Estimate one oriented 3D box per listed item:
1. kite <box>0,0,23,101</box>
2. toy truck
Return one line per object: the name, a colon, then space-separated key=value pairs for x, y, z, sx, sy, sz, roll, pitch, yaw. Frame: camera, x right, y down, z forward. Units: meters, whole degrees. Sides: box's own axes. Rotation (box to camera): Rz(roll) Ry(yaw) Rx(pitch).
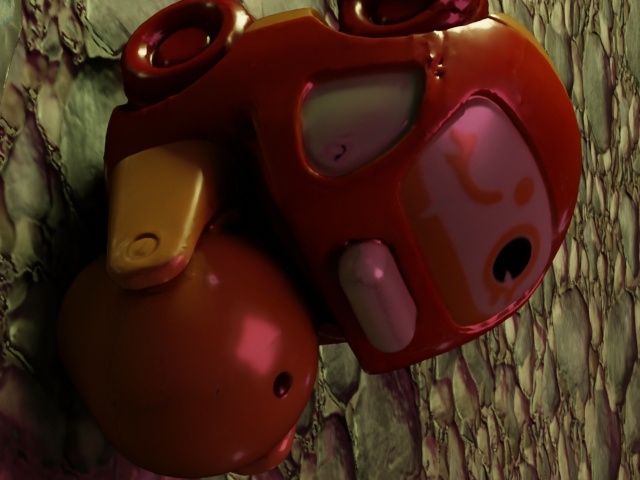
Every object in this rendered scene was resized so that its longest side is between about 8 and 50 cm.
kite: x=-0.203 y=-0.164 z=0.776 sx=0.310 sy=0.015 sz=0.169 roll=51 pitch=40 yaw=-57
toy truck: x=0.000 y=0.000 z=0.925 sx=0.239 sy=0.265 sz=0.189 roll=-86 pitch=157 yaw=-46
